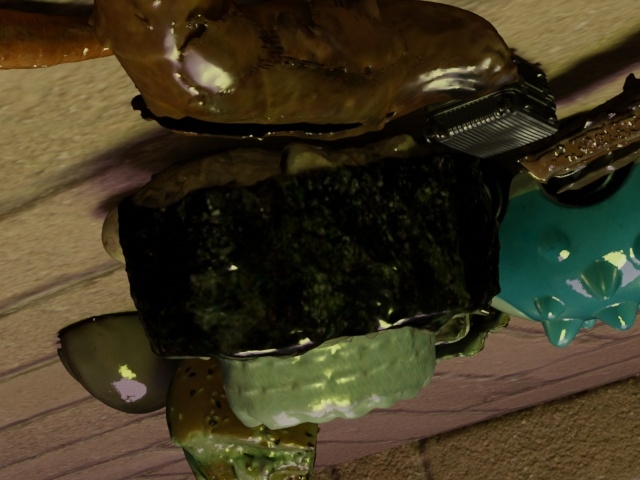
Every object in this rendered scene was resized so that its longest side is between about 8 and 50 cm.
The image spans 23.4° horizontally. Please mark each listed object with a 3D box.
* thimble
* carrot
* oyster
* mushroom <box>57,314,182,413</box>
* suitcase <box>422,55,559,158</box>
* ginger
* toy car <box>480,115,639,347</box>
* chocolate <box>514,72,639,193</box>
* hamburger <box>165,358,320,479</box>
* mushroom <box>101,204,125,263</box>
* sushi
[{"bbox_3d":[0.011,0.100,1.617,0.250,0.172,0.205,-12,-173,-35],"label":"thimble"},{"bbox_3d":[-0.192,-0.122,0.934,0.191,0.047,0.047,-3,163,-37],"label":"carrot"},{"bbox_3d":[0.132,0.097,1.959,0.267,0.112,0.198,-24,-175,10],"label":"oyster"},{"bbox_3d":[-0.222,0.147,1.825,0.141,0.117,0.188,-33,154,24],"label":"mushroom"},{"bbox_3d":[0.135,-0.107,1.243,0.086,0.059,0.126,-18,165,26],"label":"suitcase"},{"bbox_3d":[-0.021,-0.121,0.976,0.309,0.107,0.133,4,135,-46],"label":"ginger"},{"bbox_3d":[0.242,0.003,1.484,0.255,0.190,0.188,-18,162,27],"label":"toy car"},{"bbox_3d":[0.300,-0.123,1.236,0.329,0.065,0.102,-27,-163,42],"label":"chocolate"},{"bbox_3d":[-0.084,0.190,1.797,0.192,0.288,0.168,7,130,-6],"label":"hamburger"},{"bbox_3d":[-0.152,-0.004,1.369,0.083,0.067,0.083,-14,173,-2],"label":"mushroom"},{"bbox_3d":[0.000,0.000,1.298,0.350,0.171,0.211,-7,-175,-34],"label":"sushi"}]
